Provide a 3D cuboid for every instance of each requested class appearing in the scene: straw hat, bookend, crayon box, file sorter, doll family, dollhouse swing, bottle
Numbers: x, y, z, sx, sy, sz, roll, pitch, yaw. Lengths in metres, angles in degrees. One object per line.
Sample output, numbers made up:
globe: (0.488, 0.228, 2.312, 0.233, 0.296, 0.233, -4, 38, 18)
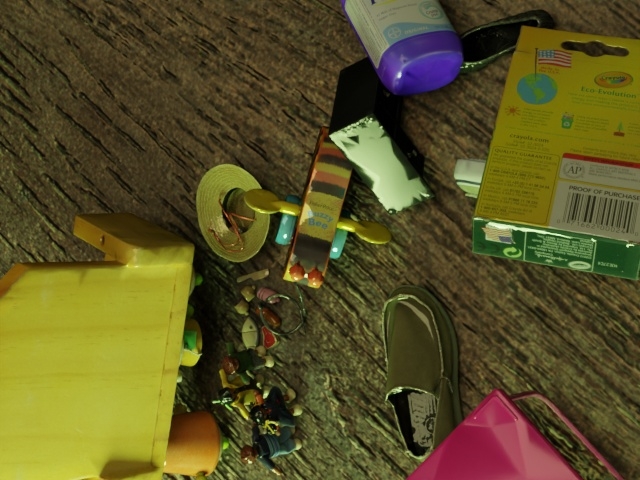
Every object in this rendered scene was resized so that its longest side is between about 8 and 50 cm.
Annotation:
straw hat: (-0.111, -0.046, 1.993, 0.144, 0.061, 0.144, 11, 110, 34)
bookend: (0.089, -0.147, 1.873, 0.072, 0.156, 0.157, -24, 122, 25)
crayon box: (0.313, -0.114, 1.675, 0.202, 0.081, 0.318, 10, 57, 13)
file sorter: (0.222, 0.355, 1.737, 0.290, 0.182, 0.202, -49, 67, 17)
doll family: (-0.092, 0.236, 1.939, 0.076, 0.111, 0.193, -44, 73, 26)
dollhouse swing: (-0.363, 0.150, 1.885, 0.315, 0.305, 0.346, 23, 107, 56)
bottle: (0.089, -0.326, 1.858, 0.092, 0.118, 0.282, 105, 147, -55)

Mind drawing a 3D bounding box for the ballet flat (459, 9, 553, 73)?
ballet flat: (0.227, -0.267, 1.826, 0.173, 0.049, 0.057, -20, 80, 31)

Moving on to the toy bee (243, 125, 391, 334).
toy bee: (0.000, 0.000, 1.874, 0.195, 0.162, 0.298, -6, 102, -1)

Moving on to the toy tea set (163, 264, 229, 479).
toy tea set: (-0.204, 0.195, 2.028, 0.200, 0.124, 0.336, 16, 101, 57)

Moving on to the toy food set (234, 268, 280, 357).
toy food set: (-0.089, 0.106, 2.000, 0.078, 0.019, 0.122, -17, 81, 26)

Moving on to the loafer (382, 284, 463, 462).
loafer: (0.134, 0.181, 1.841, 0.094, 0.087, 0.251, -17, 81, 26)

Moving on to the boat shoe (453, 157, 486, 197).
boat shoe: (0.306, -0.038, 1.749, 0.302, 0.109, 0.094, 15, 98, 25)
